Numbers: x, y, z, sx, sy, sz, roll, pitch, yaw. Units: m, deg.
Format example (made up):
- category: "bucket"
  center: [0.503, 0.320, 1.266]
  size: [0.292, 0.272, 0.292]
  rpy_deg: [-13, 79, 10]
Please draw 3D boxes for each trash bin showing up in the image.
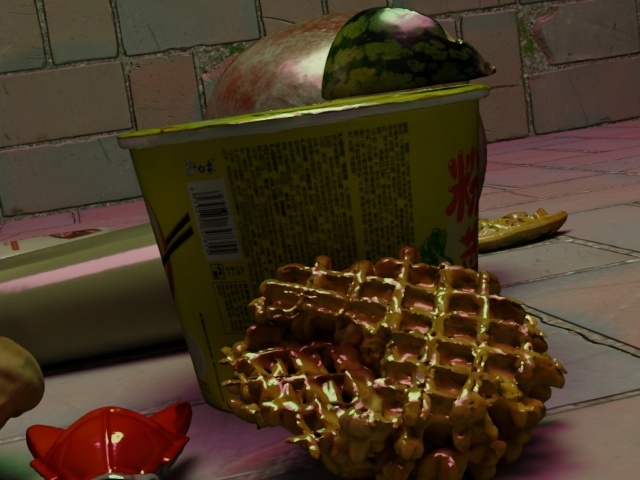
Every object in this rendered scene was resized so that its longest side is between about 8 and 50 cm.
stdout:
- category: "trash bin"
  center: [-0.231, 0.055, 1.103]
  size: [0.248, 0.121, 0.243]
  rpy_deg: [-13, 8, -8]

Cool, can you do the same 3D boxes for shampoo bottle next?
- category: "shampoo bottle"
  center: [-0.371, 0.017, 1.653]
  size: [0.284, 0.071, 0.153]
  rpy_deg: [-13, 10, -19]

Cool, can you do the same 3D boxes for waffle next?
- category: "waffle"
  center: [0.043, 0.073, 0.635]
  size: [0.193, 0.070, 0.197]
  rpy_deg: [25, 35, 31]

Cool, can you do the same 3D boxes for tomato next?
- category: "tomato"
  center: [0.025, -0.091, 1.149]
  size: [0.317, 0.316, 0.282]
  rpy_deg: [-3, 25, 35]

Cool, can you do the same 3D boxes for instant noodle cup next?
- category: "instant noodle cup"
  center: [0.000, 0.000, 0.857]
  size: [0.312, 0.221, 0.311]
  rpy_deg: [-7, 8, 1]

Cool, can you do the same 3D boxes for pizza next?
- category: "pizza"
  center: [0.250, -0.017, 1.381]
  size: [0.160, 0.035, 0.099]
  rpy_deg: [-13, 9, -31]

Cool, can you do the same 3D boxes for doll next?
- category: "doll"
  center: [-0.124, 0.134, 0.621]
  size: [0.109, 0.057, 0.169]
  rpy_deg: [-8, 7, -10]

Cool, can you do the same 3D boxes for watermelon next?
- category: "watermelon"
  center: [0.050, -0.152, 0.838]
  size: [0.087, 0.068, 0.163]
  rpy_deg: [-16, 14, -42]

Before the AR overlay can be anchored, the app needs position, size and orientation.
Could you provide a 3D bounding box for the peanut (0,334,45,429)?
- category: "peanut"
  center: [-0.302, 0.123, 0.694]
  size: [0.233, 0.110, 0.197]
  rpy_deg: [-8, 3, -2]
